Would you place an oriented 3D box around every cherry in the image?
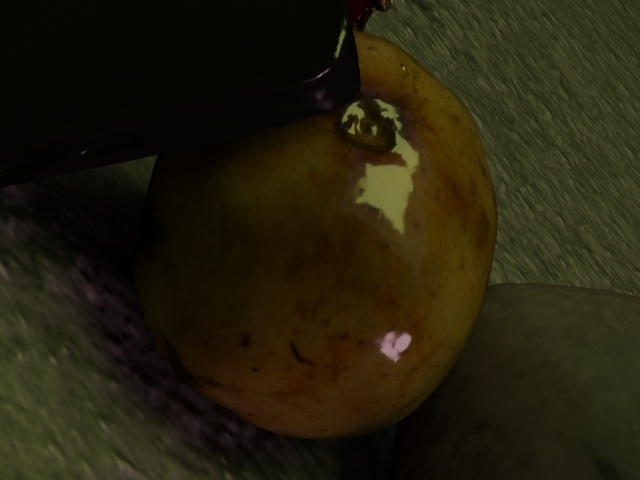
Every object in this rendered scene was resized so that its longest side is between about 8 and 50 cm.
[{"bbox_3d":[0.204,0.176,0.962,0.335,0.326,0.291,-84,155,-44],"label":"cherry"}]

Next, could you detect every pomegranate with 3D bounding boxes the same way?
[{"bbox_3d":[0.000,0.000,0.932,0.260,0.260,0.260,39,31,-30],"label":"pomegranate"}]

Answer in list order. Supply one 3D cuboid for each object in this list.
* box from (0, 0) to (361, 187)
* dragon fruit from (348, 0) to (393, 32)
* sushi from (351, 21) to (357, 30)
[{"bbox_3d":[-0.127,-0.162,0.876,0.073,0.289,0.290,74,4,-51],"label":"box"},{"bbox_3d":[-0.041,-0.260,1.231,0.274,0.161,0.126,29,39,-38],"label":"dragon fruit"},{"bbox_3d":[0.035,-0.071,1.202,0.241,0.107,0.161,42,28,-37],"label":"sushi"}]
